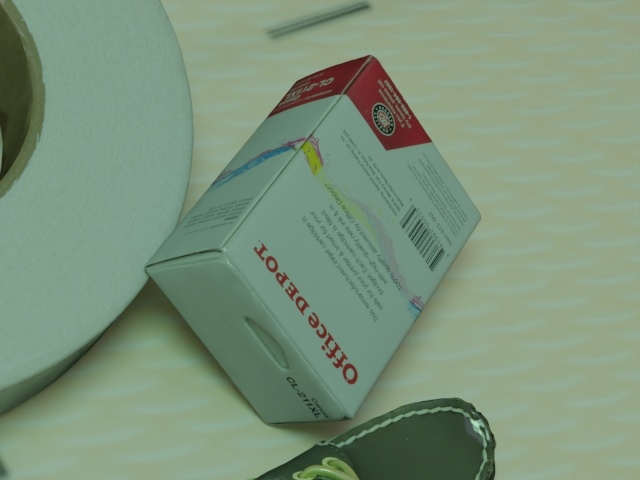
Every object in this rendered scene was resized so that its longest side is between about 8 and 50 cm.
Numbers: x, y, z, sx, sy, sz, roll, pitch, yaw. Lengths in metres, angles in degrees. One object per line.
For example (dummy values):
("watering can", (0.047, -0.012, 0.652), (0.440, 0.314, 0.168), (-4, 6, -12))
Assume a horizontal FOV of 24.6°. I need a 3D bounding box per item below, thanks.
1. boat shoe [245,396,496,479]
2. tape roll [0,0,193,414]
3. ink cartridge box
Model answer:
("boat shoe", (-0.009, 0.167, 0.741), (0.305, 0.091, 0.109), (-33, 71, -33))
("tape roll", (-0.260, -0.078, 0.793), (0.392, 0.072, 0.392), (12, 61, -23))
("ink cartridge box", (0.000, 0.000, 0.837), (0.127, 0.072, 0.175), (55, 50, -23))
